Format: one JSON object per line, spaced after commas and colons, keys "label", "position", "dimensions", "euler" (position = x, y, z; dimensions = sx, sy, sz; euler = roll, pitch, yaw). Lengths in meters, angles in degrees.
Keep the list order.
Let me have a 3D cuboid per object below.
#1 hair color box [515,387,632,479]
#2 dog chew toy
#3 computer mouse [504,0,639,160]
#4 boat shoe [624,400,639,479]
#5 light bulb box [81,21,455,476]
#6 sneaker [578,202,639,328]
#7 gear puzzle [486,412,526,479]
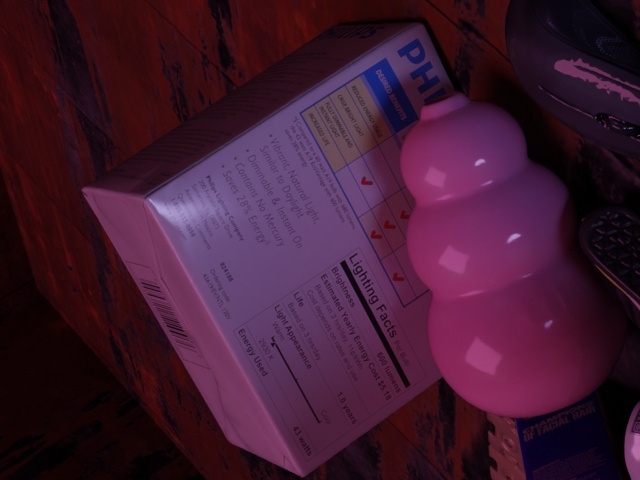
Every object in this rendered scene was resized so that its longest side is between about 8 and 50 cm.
{"label": "hair color box", "position": [0.297, 0.298, 2.090], "dimensions": [0.185, 0.110, 0.339], "euler": [62, -172, -17]}
{"label": "dog chew toy", "position": [0.182, 0.009, 2.003], "dimensions": [0.206, 0.206, 0.332], "euler": [4, 118, 66]}
{"label": "computer mouse", "position": [0.250, -0.139, 1.770], "dimensions": [0.272, 0.072, 0.188], "euler": [43, 158, 33]}
{"label": "boat shoe", "position": [0.434, 0.284, 1.938], "dimensions": [0.156, 0.136, 0.367], "euler": [11, 143, 41]}
{"label": "light bulb box", "position": [0.000, 0.000, 2.151], "dimensions": [0.358, 0.361, 0.225], "euler": [62, 161, -17]}
{"label": "sneaker", "position": [0.337, 0.057, 1.904], "dimensions": [0.235, 0.084, 0.097], "euler": [54, 178, 15]}
{"label": "gear puzzle", "position": [0.332, 0.326, 2.384], "dimensions": [0.339, 0.044, 0.175], "euler": [39, 153, 34]}
